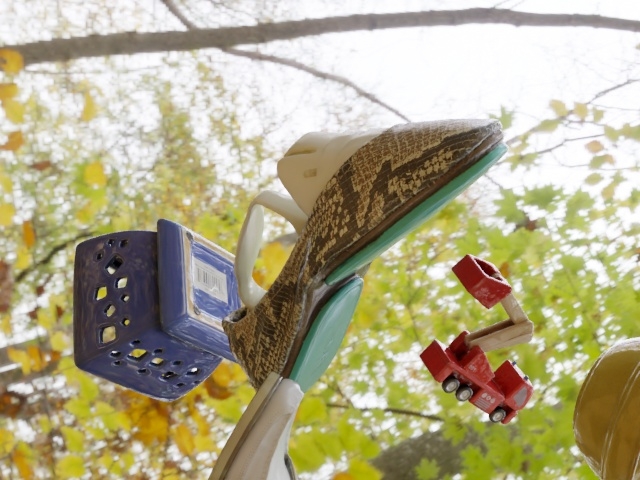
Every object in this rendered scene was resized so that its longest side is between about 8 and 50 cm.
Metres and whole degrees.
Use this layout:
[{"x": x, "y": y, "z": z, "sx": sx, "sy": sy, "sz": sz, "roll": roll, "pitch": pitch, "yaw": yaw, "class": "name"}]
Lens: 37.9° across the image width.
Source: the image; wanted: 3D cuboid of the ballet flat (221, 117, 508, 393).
[{"x": 0.000, "y": 0.000, "z": 0.993, "sx": 0.182, "sy": 0.164, "sz": 0.483, "roll": 46, "pitch": -44, "yaw": 12, "class": "ballet flat"}]

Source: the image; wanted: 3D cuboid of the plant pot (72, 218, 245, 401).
[{"x": -0.255, "y": 0.109, "z": 1.551, "sx": 0.212, "sy": 0.236, "sz": 0.236, "roll": -23, "pitch": -124, "yaw": 25, "class": "plant pot"}]

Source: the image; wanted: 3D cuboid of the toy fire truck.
[{"x": 0.184, "y": 0.112, "z": 1.013, "sx": 0.135, "sy": 0.192, "sz": 0.047, "roll": -47, "pitch": -146, "yaw": 12, "class": "toy fire truck"}]

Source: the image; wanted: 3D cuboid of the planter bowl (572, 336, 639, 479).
[{"x": 0.299, "y": 0.159, "z": 0.868, "sx": 0.090, "sy": 0.217, "sz": 0.217, "roll": 23, "pitch": -68, "yaw": 39, "class": "planter bowl"}]

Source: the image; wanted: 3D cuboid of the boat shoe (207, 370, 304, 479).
[{"x": -0.062, "y": 0.265, "z": 0.965, "sx": 0.103, "sy": 0.113, "sz": 0.302, "roll": 26, "pitch": -57, "yaw": 9, "class": "boat shoe"}]
